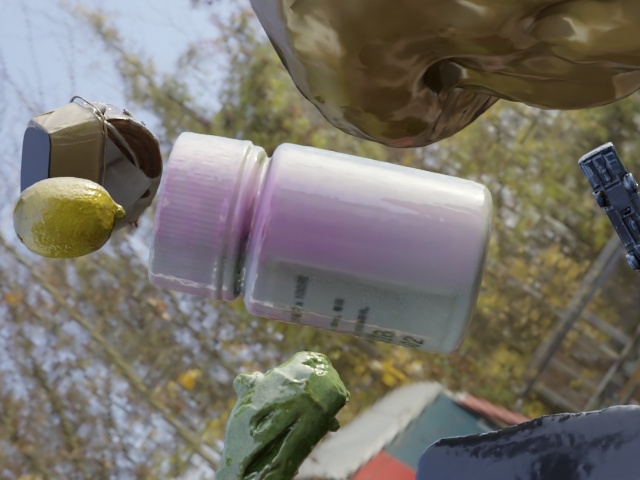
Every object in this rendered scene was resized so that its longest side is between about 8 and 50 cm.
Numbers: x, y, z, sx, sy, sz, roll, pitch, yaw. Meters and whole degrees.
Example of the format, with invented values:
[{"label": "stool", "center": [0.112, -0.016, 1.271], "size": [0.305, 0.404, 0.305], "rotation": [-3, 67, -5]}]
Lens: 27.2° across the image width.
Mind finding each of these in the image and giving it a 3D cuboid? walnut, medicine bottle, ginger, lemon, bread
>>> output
[{"label": "walnut", "center": [0.082, -0.224, 0.627], "size": [0.383, 0.384, 0.383], "rotation": [-53, -12, -16]}, {"label": "medicine bottle", "center": [0.000, 0.000, 1.610], "size": [0.219, 0.388, 0.219], "rotation": [-169, 90, -89]}, {"label": "ginger", "center": [-0.041, 0.250, 1.310], "size": [0.089, 0.137, 0.290], "rotation": [94, 178, -68]}, {"label": "lemon", "center": [-0.249, -0.023, 1.310], "size": [0.082, 0.111, 0.082], "rotation": [180, 90, -87]}, {"label": "bread", "center": [-0.353, -0.113, 2.040], "size": [0.212, 0.142, 0.224], "rotation": [-12, -60, -39]}]

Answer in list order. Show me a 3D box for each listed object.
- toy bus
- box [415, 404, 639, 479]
[{"label": "toy bus", "center": [0.331, -0.025, 1.409], "size": [0.047, 0.166, 0.065], "rotation": [-28, 4, 15]}, {"label": "box", "center": [0.249, 0.365, 1.380], "size": [0.091, 0.359, 0.350], "rotation": [16, -27, -42]}]
